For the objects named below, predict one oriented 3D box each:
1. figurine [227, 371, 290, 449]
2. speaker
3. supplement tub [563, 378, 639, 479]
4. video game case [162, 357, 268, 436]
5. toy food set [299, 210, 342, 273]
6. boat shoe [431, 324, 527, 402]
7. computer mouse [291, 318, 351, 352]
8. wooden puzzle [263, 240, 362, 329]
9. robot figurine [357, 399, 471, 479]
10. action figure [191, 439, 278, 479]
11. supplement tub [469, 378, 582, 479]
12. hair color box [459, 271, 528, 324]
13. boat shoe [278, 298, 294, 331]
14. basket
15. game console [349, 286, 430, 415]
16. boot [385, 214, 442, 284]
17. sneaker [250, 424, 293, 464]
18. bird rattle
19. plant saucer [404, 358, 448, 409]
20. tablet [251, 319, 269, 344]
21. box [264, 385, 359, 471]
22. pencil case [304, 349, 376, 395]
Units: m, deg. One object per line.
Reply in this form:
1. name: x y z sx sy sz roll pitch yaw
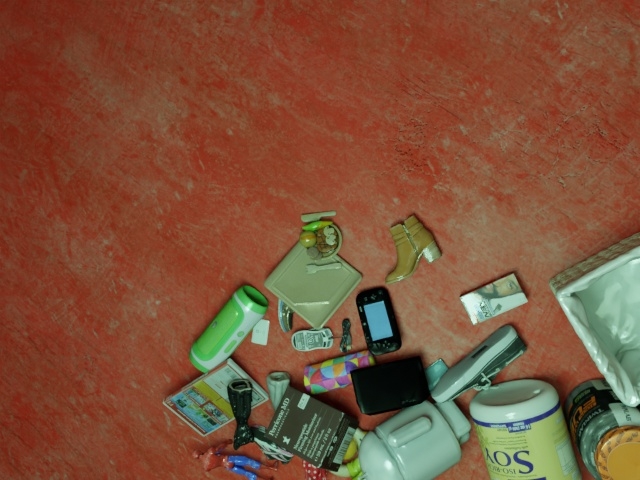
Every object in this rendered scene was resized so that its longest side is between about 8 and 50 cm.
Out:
1. figurine: -0.184 0.542 1.720 0.214 0.092 0.210 -6 100 -28
2. speaker: -0.299 0.289 1.759 0.131 0.131 0.296 41 102 10
3. supplement tub: 0.753 0.496 1.375 0.207 0.338 0.207 1 92 15
4. video game case: -0.343 0.521 1.783 0.285 0.025 0.204 -33 116 14
5. toy food set: 0.000 0.000 1.679 0.132 0.038 0.192 -9 75 9
6. boat shoe: 0.458 0.377 1.551 0.306 0.113 0.105 -39 92 -11
7. computer mouse: 0.004 0.308 1.723 0.192 0.042 0.106 -5 96 10
8. wooden puzzle: -0.024 0.126 1.696 0.238 0.044 0.221 38 82 14
9. robot figurine: 0.257 0.595 1.550 0.353 0.300 0.200 -28 48 -12
10. action figure: -0.288 0.726 1.806 0.280 0.139 0.092 16 94 -9
11. supplement tub: 0.565 0.575 1.480 0.241 0.241 0.332 -17 88 15
12. hair color box: 0.501 0.169 1.575 0.167 0.053 0.093 -28 85 13
13. boat shoe: -0.097 0.202 1.731 0.066 0.066 0.183 -3 92 14
14. basket: 0.810 0.179 1.382 0.331 0.266 0.328 -32 84 13
15. game console: 0.178 0.320 1.608 0.213 0.044 0.362 -11 69 -6
16. boot: 0.246 0.030 1.629 0.197 0.073 0.152 -33 85 2
17. sneaker: -0.170 0.678 1.775 0.178 0.072 0.077 25 109 18
18. bird rattle: 0.065 0.676 1.707 0.253 0.143 0.207 8 83 27
19. plant saucer: 0.311 0.441 1.658 0.192 0.018 0.067 -39 83 14
20. tablet: -0.199 0.301 1.794 0.054 0.006 0.083 9 95 15
21. box: -0.022 0.566 1.628 0.203 0.167 0.169 18 73 29
22. pencil case: 0.061 0.412 1.685 0.236 0.104 0.105 -18 88 17
